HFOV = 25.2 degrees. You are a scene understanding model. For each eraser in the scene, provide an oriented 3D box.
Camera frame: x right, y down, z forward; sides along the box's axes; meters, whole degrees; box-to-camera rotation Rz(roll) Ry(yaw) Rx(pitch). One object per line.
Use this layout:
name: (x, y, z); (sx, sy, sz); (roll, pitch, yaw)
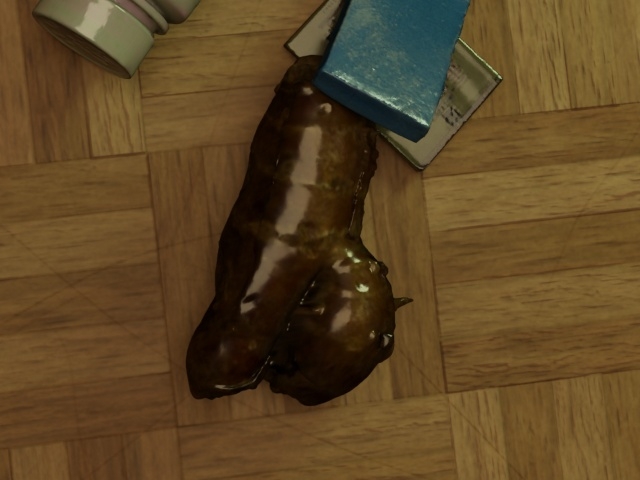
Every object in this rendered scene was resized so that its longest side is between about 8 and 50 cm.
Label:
eraser: (0.094, -0.257, 1.677); (0.144, 0.043, 0.312); (28, 50, -10)

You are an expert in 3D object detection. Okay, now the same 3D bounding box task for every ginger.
ginger: (0.000, 0.000, 1.676); (0.254, 0.176, 0.418); (14, 85, -19)

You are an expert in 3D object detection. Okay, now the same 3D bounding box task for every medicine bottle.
medicine bottle: (-0.197, -0.343, 1.663); (0.170, 0.170, 0.293); (34, 83, -5)

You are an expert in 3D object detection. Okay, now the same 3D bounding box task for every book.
book: (0.089, -0.217, 1.766); (0.231, 0.026, 0.161); (42, 83, -4)
